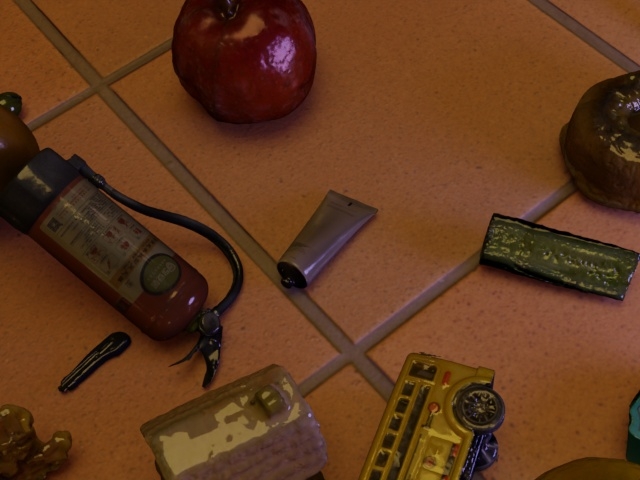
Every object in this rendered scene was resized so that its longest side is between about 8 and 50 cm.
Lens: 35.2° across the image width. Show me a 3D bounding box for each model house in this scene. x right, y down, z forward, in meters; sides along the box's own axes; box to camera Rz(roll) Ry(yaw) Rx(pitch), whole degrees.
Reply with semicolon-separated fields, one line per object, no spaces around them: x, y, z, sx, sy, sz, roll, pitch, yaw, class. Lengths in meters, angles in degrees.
-0.108;0.243;1.209;0.193;0.234;0.175;-23;58;-12;model house

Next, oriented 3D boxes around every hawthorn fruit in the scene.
-0.124;-0.312;1.550;0.242;0.271;0.242;-2;67;6;hawthorn fruit

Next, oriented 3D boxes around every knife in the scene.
-0.315;0.170;1.405;0.031;0.018;0.121;36;69;27;knife

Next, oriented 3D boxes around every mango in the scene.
-0.510;-0.128;1.459;0.211;0.317;0.173;29;71;-12;mango

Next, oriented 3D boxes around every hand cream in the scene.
0.000;0.000;1.469;0.087;0.054;0.186;24;56;25;hand cream

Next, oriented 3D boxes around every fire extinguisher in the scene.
-0.245;0.013;1.393;0.376;0.113;0.200;42;73;-6;fire extinguisher

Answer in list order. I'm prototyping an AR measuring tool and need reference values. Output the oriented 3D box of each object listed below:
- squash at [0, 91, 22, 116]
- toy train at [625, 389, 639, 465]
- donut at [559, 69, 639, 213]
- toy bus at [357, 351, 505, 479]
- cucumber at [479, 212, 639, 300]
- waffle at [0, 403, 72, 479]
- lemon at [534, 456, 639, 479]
-0.564;-0.183;1.639;0.183;0.052;0.052;-37;61;-16;squash
0.471;0.223;1.246;0.154;0.107;0.198;33;66;31;toy train
0.490;-0.150;1.470;0.261;0.128;0.208;-21;58;-6;donut
0.113;0.306;1.201;0.152;0.144;0.330;16;59;15;toy bus
0.334;0.024;1.418;0.211;0.062;0.078;16;94;8;cucumber
-0.444;0.358;1.219;0.261;0.151;0.324;-9;53;6;waffle
0.315;0.352;1.107;0.240;0.219;0.240;-3;53;4;lemon
